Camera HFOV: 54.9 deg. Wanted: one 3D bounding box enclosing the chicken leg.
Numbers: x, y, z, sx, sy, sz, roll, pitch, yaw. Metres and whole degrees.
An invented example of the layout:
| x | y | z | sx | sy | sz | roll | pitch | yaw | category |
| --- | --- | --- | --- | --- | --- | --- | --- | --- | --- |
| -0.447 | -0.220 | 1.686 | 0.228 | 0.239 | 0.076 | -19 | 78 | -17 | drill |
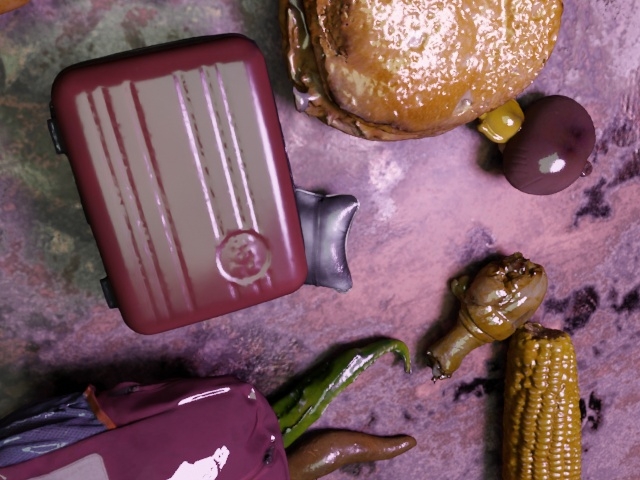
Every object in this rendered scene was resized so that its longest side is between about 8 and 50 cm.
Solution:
| x | y | z | sx | sy | sz | roll | pitch | yaw | category |
| --- | --- | --- | --- | --- | --- | --- | --- | --- | --- |
| 0.226 | 0.105 | 0.880 | 0.227 | 0.088 | 0.103 | -41 | 121 | 6 | chicken leg |

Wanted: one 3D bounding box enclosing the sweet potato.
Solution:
| x | y | z | sx | sy | sz | roll | pitch | yaw | category |
| --- | --- | --- | --- | --- | --- | --- | --- | --- | --- |
| 0.031 | 0.307 | 0.897 | 0.249 | 0.059 | 0.069 | -7 | 127 | -16 | sweet potato |

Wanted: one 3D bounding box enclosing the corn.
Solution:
| x | y | z | sx | sy | sz | roll | pitch | yaw | category |
| --- | --- | --- | --- | --- | --- | --- | --- | --- | --- |
| 0.336 | 0.299 | 0.944 | 0.120 | 0.120 | 0.364 | -11 | 105 | -12 | corn |

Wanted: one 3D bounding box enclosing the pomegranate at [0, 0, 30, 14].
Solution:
| x | y | z | sx | sy | sz | roll | pitch | yaw | category |
| --- | --- | --- | --- | --- | --- | --- | --- | --- | --- |
| -0.342 | -0.302 | 0.535 | 0.215 | 0.215 | 0.216 | -4 | 107 | -14 | pomegranate |

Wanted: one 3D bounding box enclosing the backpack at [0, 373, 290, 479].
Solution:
| x | y | z | sx | sy | sz | roll | pitch | yaw | category |
| --- | --- | --- | --- | --- | --- | --- | --- | --- | --- |
| -0.193 | 0.282 | 0.718 | 0.317 | 0.197 | 0.284 | -20 | 107 | -26 | backpack |

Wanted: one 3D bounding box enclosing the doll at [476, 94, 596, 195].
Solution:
| x | y | z | sx | sy | sz | roll | pitch | yaw | category |
| --- | --- | --- | --- | --- | --- | --- | --- | --- | --- |
| 0.282 | -0.147 | 0.820 | 0.145 | 0.096 | 0.188 | -37 | 86 | -18 | doll |

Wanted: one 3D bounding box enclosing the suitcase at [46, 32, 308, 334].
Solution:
| x | y | z | sx | sy | sz | roll | pitch | yaw | category |
| --- | --- | --- | --- | --- | --- | --- | --- | --- | --- |
| -0.145 | -0.064 | 0.684 | 0.236 | 0.161 | 0.297 | -15 | 108 | -10 | suitcase |

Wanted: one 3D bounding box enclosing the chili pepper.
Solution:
| x | y | z | sx | sy | sz | roll | pitch | yaw | category |
| --- | --- | --- | --- | --- | --- | --- | --- | --- | --- |
| -0.029 | 0.239 | 0.856 | 0.358 | 0.076 | 0.085 | -31 | 86 | -4 | chili pepper |

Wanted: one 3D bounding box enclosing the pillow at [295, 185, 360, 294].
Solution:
| x | y | z | sx | sy | sz | roll | pitch | yaw | category |
| --- | --- | --- | --- | --- | --- | --- | --- | --- | --- |
| 0.000 | 0.001 | 0.798 | 0.091 | 0.055 | 0.136 | 2 | 103 | -13 | pillow |

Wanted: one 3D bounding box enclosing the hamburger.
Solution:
| x | y | z | sx | sy | sz | roll | pitch | yaw | category |
| --- | --- | --- | --- | --- | --- | --- | --- | --- | --- |
| 0.100 | -0.253 | 0.687 | 0.314 | 0.170 | 0.290 | -18 | 112 | -11 | hamburger |
